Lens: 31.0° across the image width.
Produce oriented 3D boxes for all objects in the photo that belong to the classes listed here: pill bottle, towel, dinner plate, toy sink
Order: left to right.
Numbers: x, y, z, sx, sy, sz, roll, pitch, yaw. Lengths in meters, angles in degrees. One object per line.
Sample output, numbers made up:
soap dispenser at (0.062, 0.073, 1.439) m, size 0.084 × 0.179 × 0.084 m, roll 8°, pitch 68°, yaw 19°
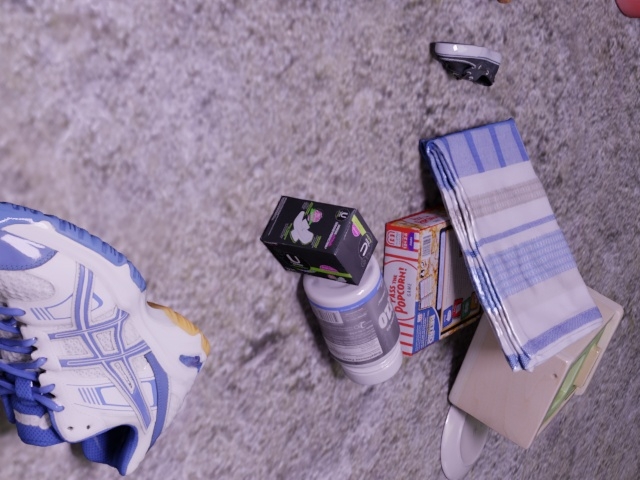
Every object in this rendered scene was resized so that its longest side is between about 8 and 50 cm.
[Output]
pill bottle at (0.037, 0.078, 1.161) m, size 0.078 × 0.078 × 0.137 m, roll -55°, pitch 141°, yaw -33°
dinner plate at (0.199, 0.252, 1.532) m, size 0.141 × 0.017 × 0.141 m, roll -27°, pitch 123°, yaw -53°
towel at (0.228, -0.002, 1.338) m, size 0.209 × 0.034 × 0.285 m, roll -17°, pitch 83°, yaw -49°
toy sink at (0.292, 0.133, 1.491) m, size 0.234 × 0.131 × 0.152 m, roll -33°, pitch 148°, yaw -50°

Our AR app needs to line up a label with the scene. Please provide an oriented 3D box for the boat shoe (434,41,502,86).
boat shoe at (0.170, -0.200, 1.308) m, size 0.142 × 0.049 × 0.040 m, roll -3°, pitch 103°, yaw -59°

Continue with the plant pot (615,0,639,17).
plant pot at (0.587, -0.455, 1.696) m, size 0.275 × 0.243 × 0.275 m, roll -25°, pitch 120°, yaw -53°

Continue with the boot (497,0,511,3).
boot at (0.167, -0.362, 1.247) m, size 0.280 × 0.096 × 0.264 m, roll 64°, pitch 40°, yaw -55°

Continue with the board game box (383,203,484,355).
board game box at (0.139, 0.037, 1.339) m, size 0.193 × 0.045 × 0.146 m, roll -17°, pitch 114°, yaw -55°

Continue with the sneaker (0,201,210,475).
sneaker at (-0.178, 0.075, 0.794) m, size 0.296 × 0.112 × 0.131 m, roll 48°, pitch 60°, yaw -51°

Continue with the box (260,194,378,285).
box at (0.000, 0.000, 1.072) m, size 0.052 × 0.083 × 0.062 m, roll -64°, pitch 145°, yaw -21°
